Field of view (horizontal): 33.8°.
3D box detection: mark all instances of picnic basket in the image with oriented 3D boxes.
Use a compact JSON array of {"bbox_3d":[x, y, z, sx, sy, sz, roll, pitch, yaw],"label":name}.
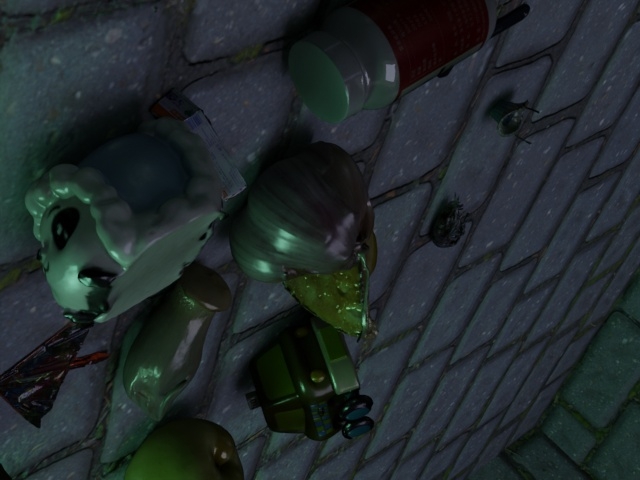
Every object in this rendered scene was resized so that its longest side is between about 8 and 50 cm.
[{"bbox_3d":[0.328,-0.205,1.766,0.083,0.083,0.065,-29,145,-40],"label":"picnic basket"}]

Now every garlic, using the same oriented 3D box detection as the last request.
[{"bbox_3d":[0.000,0.000,1.423,0.207,0.257,0.207,-28,-164,9],"label":"garlic"}]

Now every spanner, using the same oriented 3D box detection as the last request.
[{"bbox_3d":[0.241,-0.299,1.569,0.208,0.012,0.046,-35,154,-25],"label":"spanner"}]

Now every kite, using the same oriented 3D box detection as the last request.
[{"bbox_3d":[-0.337,0.161,1.339,0.189,0.009,0.232,-9,136,-53],"label":"kite"}]

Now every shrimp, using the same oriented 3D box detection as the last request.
[{"bbox_3d":[0.241,-0.034,1.917,0.065,0.057,0.165,-17,156,-21],"label":"shrimp"}]

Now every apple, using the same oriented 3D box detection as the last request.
[{"bbox_3d":[-0.213,0.378,1.662,0.200,0.200,0.200,-36,154,-21],"label":"apple"}]

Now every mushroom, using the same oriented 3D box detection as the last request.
[{"bbox_3d":[-0.204,0.147,1.435,0.108,0.096,0.247,8,122,-31],"label":"mushroom"}]

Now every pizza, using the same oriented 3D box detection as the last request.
[{"bbox_3d":[0.043,0.044,1.559,0.080,0.204,0.188,-3,126,-43],"label":"pizza"}]

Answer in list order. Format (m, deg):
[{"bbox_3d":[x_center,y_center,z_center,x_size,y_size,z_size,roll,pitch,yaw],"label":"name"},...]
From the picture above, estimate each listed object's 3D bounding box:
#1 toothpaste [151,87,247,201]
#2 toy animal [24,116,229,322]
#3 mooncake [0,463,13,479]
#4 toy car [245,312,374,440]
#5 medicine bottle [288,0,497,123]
[{"bbox_3d":[-0.136,-0.104,1.216,0.040,0.047,0.196,-47,156,-8],"label":"toothpaste"},{"bbox_3d":[-0.206,-0.026,1.090,0.204,0.156,0.208,-30,168,-30],"label":"toy animal"},{"bbox_3d":[-0.485,0.344,1.202,0.284,0.155,0.284,-38,155,-22],"label":"mooncake"},{"bbox_3d":[-0.030,0.246,1.795,0.198,0.204,0.248,-18,149,-5],"label":"toy car"},{"bbox_3d":[0.089,-0.242,1.267,0.250,0.131,0.131,-34,153,-27],"label":"medicine bottle"}]
